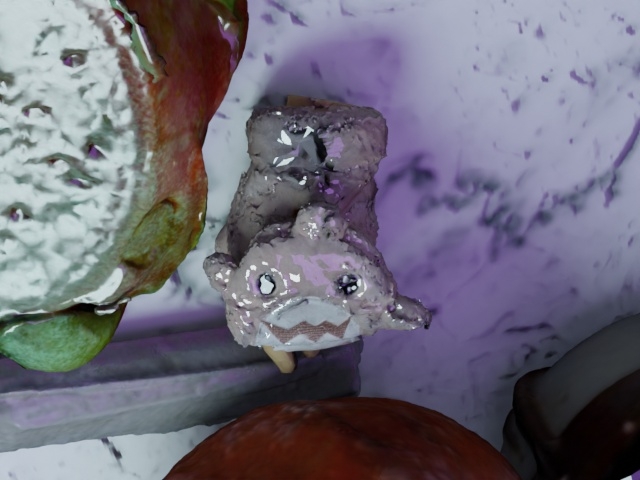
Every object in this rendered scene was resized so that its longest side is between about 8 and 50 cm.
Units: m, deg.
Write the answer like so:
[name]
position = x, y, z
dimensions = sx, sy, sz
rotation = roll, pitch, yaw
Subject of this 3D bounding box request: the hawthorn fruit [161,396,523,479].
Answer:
[hawthorn fruit]
position = -0.018, 0.194, 0.966
dimensions = 0.242, 0.272, 0.241
rotation = -7, 100, -46

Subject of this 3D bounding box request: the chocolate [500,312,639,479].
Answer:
[chocolate]
position = 0.215, 0.160, 1.077
dimensions = 0.284, 0.186, 0.283
rotation = -12, 119, -23

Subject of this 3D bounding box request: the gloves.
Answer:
[gloves]
position = -0.008, -0.004, 0.937
dimensions = 0.110, 0.094, 0.144
rotation = -13, 90, 9

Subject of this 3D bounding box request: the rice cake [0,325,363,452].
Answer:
[rice cake]
position = -0.094, 0.076, 0.979
dimensions = 0.270, 0.049, 0.055
rotation = -8, 140, -20

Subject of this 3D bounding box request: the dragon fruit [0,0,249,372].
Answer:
[dragon fruit]
position = -0.166, -0.071, 0.796
dimensions = 0.268, 0.130, 0.295
rotation = -4, 125, 6
